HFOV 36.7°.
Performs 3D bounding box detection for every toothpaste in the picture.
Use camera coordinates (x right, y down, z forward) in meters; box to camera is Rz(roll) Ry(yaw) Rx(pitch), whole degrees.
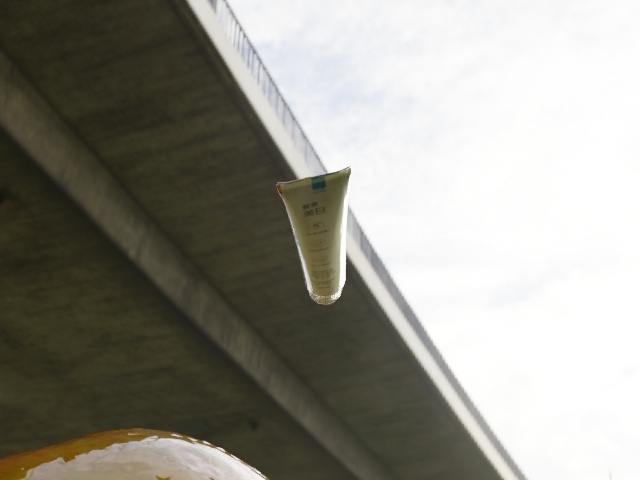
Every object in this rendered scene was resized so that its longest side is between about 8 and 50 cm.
[{"bbox_3d":[0.000,0.000,0.672,0.048,0.031,0.190,-13,-26,-3],"label":"toothpaste"}]

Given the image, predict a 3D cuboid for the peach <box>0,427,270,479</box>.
[{"bbox_3d":[-0.134,0.285,0.583,0.372,0.373,0.290,5,-58,-7],"label":"peach"}]
